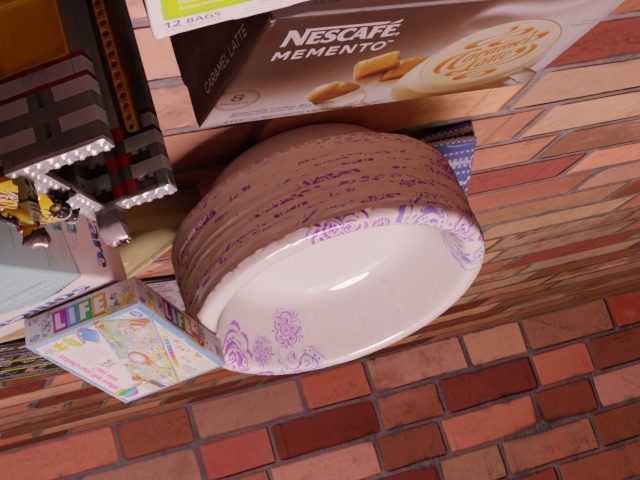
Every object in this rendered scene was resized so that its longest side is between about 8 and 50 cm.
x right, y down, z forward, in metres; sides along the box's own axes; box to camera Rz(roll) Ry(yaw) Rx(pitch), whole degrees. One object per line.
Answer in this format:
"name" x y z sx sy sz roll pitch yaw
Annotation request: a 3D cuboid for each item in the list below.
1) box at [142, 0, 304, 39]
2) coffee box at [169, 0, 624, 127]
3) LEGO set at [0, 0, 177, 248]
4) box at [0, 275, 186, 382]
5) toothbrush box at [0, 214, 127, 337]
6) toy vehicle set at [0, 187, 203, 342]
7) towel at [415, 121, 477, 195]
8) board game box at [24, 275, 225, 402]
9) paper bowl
"box" -0.036 -0.181 0.435 0.114 0.103 0.203 -16 167 -8
"coffee box" 0.045 -0.152 0.663 0.246 0.098 0.141 -11 165 -26
"LEGO set" -0.204 -0.075 0.461 0.255 0.192 0.331 -17 166 0
"box" -0.325 0.119 1.394 0.270 0.060 0.216 -7 164 -35
"toothbrush box" -0.317 0.004 0.789 0.216 0.126 0.295 -23 165 20
"toy vehicle set" -0.253 0.033 1.084 0.267 0.035 0.166 -34 167 35
"towel" 0.044 0.000 1.237 0.243 0.040 0.336 -13 147 -11
"board game box" -0.160 0.087 0.916 0.103 0.026 0.154 -22 149 12
"paper bowl" 0.000 0.000 1.034 0.284 0.148 0.284 -16 150 -10
